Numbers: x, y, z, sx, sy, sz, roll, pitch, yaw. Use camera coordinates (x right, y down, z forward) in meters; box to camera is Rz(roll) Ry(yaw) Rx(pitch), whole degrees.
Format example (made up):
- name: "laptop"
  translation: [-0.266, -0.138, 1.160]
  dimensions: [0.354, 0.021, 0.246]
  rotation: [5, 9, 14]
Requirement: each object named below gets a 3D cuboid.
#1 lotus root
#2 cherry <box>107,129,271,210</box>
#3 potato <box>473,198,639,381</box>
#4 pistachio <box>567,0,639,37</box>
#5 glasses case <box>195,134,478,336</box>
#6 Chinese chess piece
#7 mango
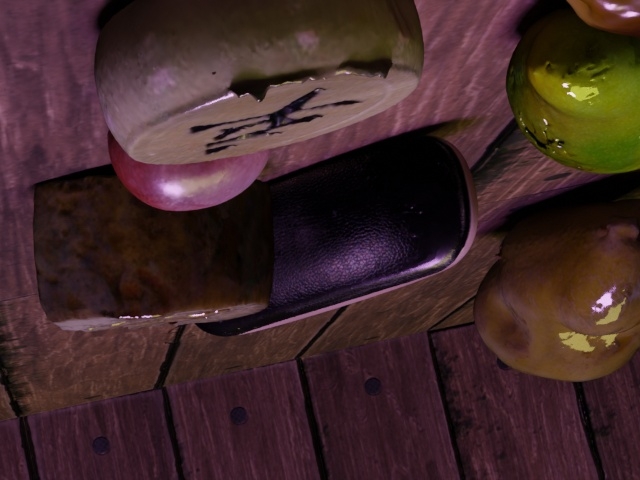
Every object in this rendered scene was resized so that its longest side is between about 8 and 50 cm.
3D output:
- name: "lotus root"
  translation: [-0.121, 0.007, 1.470]
  dimensions: [0.138, 0.119, 0.235]
  rotation: [-12, 172, 33]
- name: "cherry"
  translation: [-0.081, -0.063, 1.188]
  dimensions: [0.106, 0.087, 0.126]
  rotation: [-10, 169, 11]
- name: "potato"
  translation: [0.305, 0.050, 2.096]
  dimensions: [0.218, 0.202, 0.351]
  rotation: [-22, 167, -20]
- name: "pistachio"
  translation: [0.184, -0.158, 0.915]
  dimensions: [0.189, 0.100, 0.110]
  rotation: [-2, 171, -44]
- name: "glasses case"
  translation: [0.000, 0.000, 1.585]
  dimensions: [0.314, 0.122, 0.075]
  rotation: [-20, 164, 34]
- name: "Chinese chess piece"
  translation: [-0.034, -0.100, 1.035]
  dimensions: [0.188, 0.083, 0.188]
  rotation: [-15, 171, -2]
- name: "mango"
  translation: [0.185, -0.105, 1.230]
  dimensions: [0.125, 0.111, 0.233]
  rotation: [-21, 168, 20]
